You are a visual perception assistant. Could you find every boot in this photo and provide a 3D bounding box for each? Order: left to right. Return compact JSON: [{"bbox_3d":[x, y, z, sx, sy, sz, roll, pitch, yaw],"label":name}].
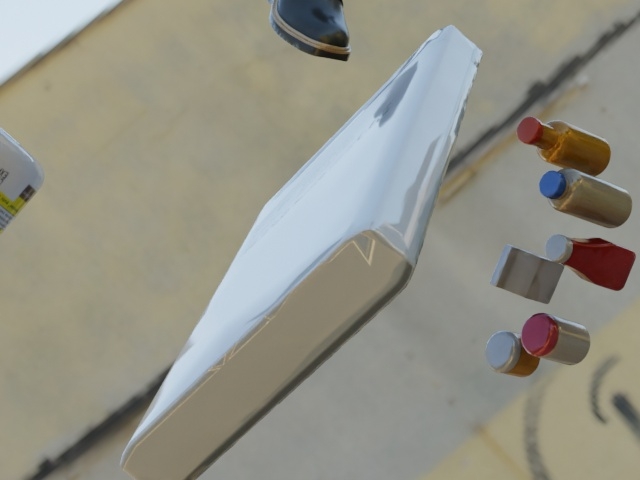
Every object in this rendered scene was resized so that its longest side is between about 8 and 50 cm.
[{"bbox_3d":[0.001,-0.278,1.641,0.077,0.198,0.137,9,-60,-27],"label":"boot"}]

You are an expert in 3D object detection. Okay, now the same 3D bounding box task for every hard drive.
[{"bbox_3d":[0.000,0.000,1.084,0.233,0.047,0.353,-44,9,27],"label":"hard drive"}]

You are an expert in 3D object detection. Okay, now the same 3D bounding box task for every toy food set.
[{"bbox_3d":[0.198,0.014,1.433,0.104,0.111,0.232,16,-81,-43],"label":"toy food set"}]

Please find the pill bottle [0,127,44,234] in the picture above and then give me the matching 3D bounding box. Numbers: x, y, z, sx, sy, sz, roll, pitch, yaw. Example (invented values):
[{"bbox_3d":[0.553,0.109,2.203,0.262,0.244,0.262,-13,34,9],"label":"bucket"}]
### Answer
[{"bbox_3d":[-0.291,0.000,1.071,0.215,0.117,0.117,-50,-19,-6],"label":"pill bottle"}]
